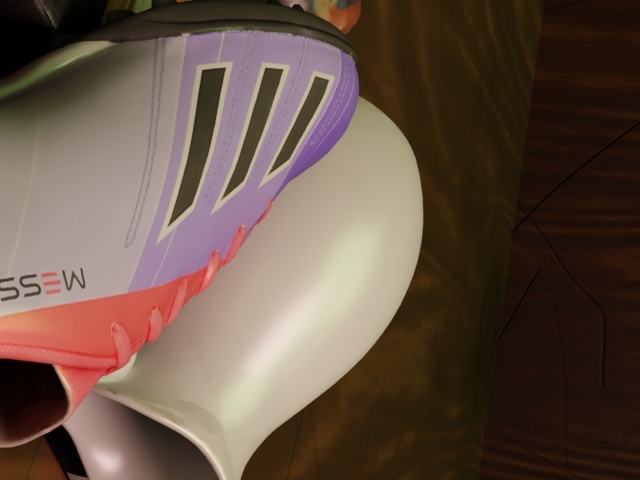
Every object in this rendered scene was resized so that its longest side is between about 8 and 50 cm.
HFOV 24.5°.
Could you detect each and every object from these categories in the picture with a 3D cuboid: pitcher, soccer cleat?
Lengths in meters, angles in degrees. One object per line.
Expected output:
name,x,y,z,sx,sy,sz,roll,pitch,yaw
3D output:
pitcher,-0.045,0.009,0.640,0.207,0.125,0.177,-59,136,-33
soccer cleat,-0.081,0.000,0.456,0.318,0.109,0.116,-19,75,-52

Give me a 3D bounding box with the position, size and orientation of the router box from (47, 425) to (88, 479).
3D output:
router box,-0.096,0.052,0.752,0.179,0.046,0.133,78,24,-50

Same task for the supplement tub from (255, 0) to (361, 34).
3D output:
supplement tub,-0.029,-0.207,0.774,0.106,0.106,0.197,-57,152,-60

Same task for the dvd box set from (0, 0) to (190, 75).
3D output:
dvd box set,-0.043,-0.263,0.540,0.307,0.062,0.420,87,22,-78
